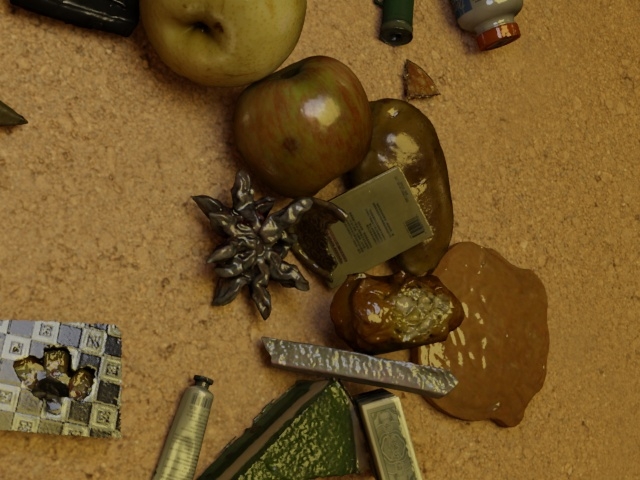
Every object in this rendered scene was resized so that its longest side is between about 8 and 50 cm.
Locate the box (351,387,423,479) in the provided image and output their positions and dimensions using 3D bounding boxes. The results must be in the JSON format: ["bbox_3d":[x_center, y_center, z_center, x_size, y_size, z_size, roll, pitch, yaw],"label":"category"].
[{"bbox_3d":[0.116,0.359,1.711,0.069,0.256,0.164,-15,85,-4],"label":"box"}]

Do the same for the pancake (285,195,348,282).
[{"bbox_3d":[0.000,0.000,1.772,0.020,0.184,0.190,-45,120,-38],"label":"pancake"}]

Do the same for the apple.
[{"bbox_3d":[-0.026,-0.205,1.769,0.264,0.264,0.264,9,73,-31],"label":"apple"}]

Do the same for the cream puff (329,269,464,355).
[{"bbox_3d":[0.133,0.139,1.782,0.269,0.241,0.154,19,65,-64],"label":"cream puff"}]

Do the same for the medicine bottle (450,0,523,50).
[{"bbox_3d":[0.368,-0.586,2.171,0.157,0.157,0.288,-15,87,-34],"label":"medicine bottle"}]

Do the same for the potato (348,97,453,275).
[{"bbox_3d":[0.168,-0.112,1.927,0.195,0.177,0.369,-21,93,-57],"label":"potato"}]

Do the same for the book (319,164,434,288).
[{"bbox_3d":[0.085,-0.025,1.845,0.231,0.026,0.161,-27,100,-2],"label":"book"}]

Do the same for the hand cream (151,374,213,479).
[{"bbox_3d":[-0.232,0.347,1.621,0.080,0.050,0.233,25,70,-26],"label":"hand cream"}]

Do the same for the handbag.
[{"bbox_3d":[-0.430,-0.508,1.687,0.244,0.088,0.275,10,69,-33],"label":"handbag"}]

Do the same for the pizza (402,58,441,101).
[{"bbox_3d":[0.209,-0.354,2.092,0.100,0.029,0.099,-14,78,-37],"label":"pizza"}]

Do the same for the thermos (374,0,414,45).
[{"bbox_3d":[0.170,-0.526,2.088,0.073,0.083,0.187,30,60,-47],"label":"thermos"}]

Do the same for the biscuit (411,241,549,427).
[{"bbox_3d":[0.348,0.200,2.015,0.365,0.062,0.385,24,66,-27],"label":"biscuit"}]

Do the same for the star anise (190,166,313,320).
[{"bbox_3d":[-0.124,0.011,1.715,0.212,0.129,0.282,-6,100,-24],"label":"star anise"}]

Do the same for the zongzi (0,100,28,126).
[{"bbox_3d":[-0.626,-0.291,1.494,0.289,0.123,0.260,-15,83,-44],"label":"zongzi"}]

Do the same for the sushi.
[{"bbox_3d":[-0.427,0.225,1.528,0.210,0.040,0.192,8,66,-28],"label":"sushi"}]

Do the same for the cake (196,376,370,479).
[{"bbox_3d":[-0.055,0.392,1.651,0.284,0.158,0.172,-39,101,-32],"label":"cake"}]

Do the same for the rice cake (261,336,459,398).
[{"bbox_3d":[0.068,0.233,1.727,0.365,0.072,0.056,10,76,4],"label":"rice cake"}]

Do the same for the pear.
[{"bbox_3d":[-0.169,-0.427,1.704,0.309,0.309,0.309,9,73,-31],"label":"pear"}]
